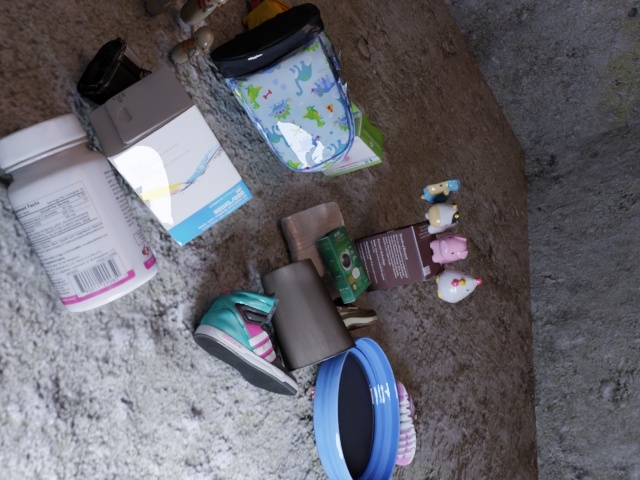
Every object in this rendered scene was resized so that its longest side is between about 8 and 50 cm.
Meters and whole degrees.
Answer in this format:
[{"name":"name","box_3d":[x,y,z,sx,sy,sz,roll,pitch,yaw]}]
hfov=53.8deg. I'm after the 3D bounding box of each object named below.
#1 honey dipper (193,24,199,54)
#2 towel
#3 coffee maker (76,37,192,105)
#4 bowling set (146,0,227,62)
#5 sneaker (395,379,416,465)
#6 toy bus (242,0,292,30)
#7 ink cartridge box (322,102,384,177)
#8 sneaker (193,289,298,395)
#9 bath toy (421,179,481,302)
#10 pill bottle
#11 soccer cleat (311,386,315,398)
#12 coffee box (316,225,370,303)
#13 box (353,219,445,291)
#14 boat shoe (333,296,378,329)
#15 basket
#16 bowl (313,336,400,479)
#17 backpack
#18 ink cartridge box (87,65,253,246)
[{"name":"honey dipper","box_3d":[-0.292,-0.506,1.464,0.030,0.030,0.161,16,67,-55]},{"name":"towel","box_3d":[0.000,0.000,1.703,0.282,0.049,0.187,-24,98,-58]},{"name":"coffee maker","box_3d":[-0.351,-0.258,1.183,0.178,0.120,0.171,34,52,-46]},{"name":"bowling set","box_3d":[-0.295,-0.543,1.336,0.200,0.154,0.287,25,64,-40]},{"name":"sneaker","box_3d":[0.240,0.528,1.837,0.104,0.095,0.236,27,54,-60]},{"name":"toy bus","box_3d":[-0.104,-0.564,1.699,0.220,0.149,0.211,5,58,-59]},{"name":"ink cartridge box","box_3d":[0.029,-0.294,1.735,0.255,0.189,0.097,36,51,-44]},{"name":"sneaker","box_3d":[-0.130,0.201,1.356,0.295,0.124,0.178,47,51,-37]},{"name":"bath toy","box_3d":[0.382,0.005,1.843,0.151,0.129,0.348,6,73,-57]},{"name":"pill bottle","box_3d":[-0.388,-0.044,0.999,0.160,0.160,0.283,-41,113,-55]},{"name":"soccer cleat","box_3d":[0.002,0.389,1.571,0.083,0.029,0.035,63,25,-25]},{"name":"coffee box","box_3d":[0.062,0.061,1.680,0.113,0.040,0.184,-38,106,-57]},{"name":"box","box_3d":[0.239,0.046,1.915,0.168,0.203,0.167,-15,90,-59]},{"name":"boat shoe","box_3d":[0.071,0.195,1.697,0.257,0.095,0.095,0,72,-57]},{"name":"basket","box_3d":[-0.041,0.169,1.463,0.154,0.204,0.227,-16,81,-42]},{"name":"bowl","box_3d":[0.098,0.446,1.621,0.391,0.077,0.391,29,57,-57]},{"name":"backpack","box_3d":[-0.057,-0.339,1.542,0.273,0.290,0.355,-117,-178,-49]},{"name":"ink cartridge box","box_3d":[-0.265,-0.150,1.126,0.171,0.168,0.233,50,-7,43]}]
